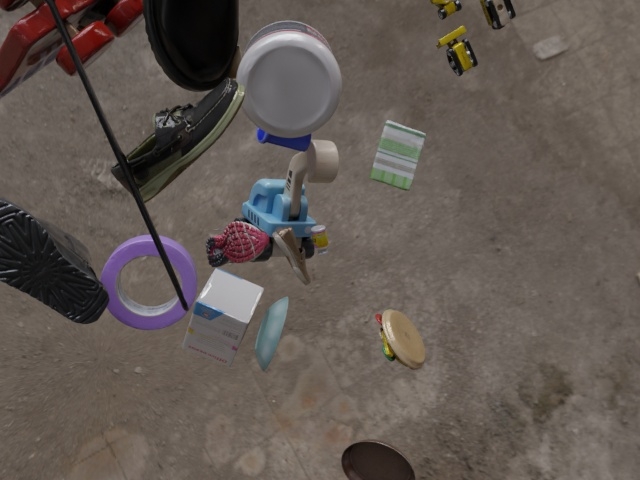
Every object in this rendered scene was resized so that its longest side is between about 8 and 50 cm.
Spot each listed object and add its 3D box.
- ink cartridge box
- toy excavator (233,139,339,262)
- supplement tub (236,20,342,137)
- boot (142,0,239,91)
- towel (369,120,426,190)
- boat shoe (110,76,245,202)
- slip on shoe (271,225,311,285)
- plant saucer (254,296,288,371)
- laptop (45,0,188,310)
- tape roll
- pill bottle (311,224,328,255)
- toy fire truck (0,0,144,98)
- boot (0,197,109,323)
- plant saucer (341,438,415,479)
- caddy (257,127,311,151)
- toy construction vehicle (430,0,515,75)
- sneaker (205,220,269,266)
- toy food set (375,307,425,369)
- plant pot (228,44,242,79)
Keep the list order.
[{"bbox_3d":[-0.169,0.138,1.059,0.092,0.143,0.090,24,40,-3],"label":"ink cartridge box"},{"bbox_3d":[-0.109,-0.140,2.041,0.223,0.433,0.444,-2,111,-28],"label":"toy excavator"},{"bbox_3d":[-0.062,-0.323,1.214,0.191,0.272,0.191,-1,115,-3],"label":"supplement tub"},{"bbox_3d":[-0.138,-0.374,0.798,0.131,0.260,0.347,-10,104,-30],"label":"boot"},{"bbox_3d":[0.192,-0.211,1.552,0.113,0.023,0.151,17,92,-14],"label":"towel"},{"bbox_3d":[-0.193,-0.139,0.822,0.073,0.224,0.080,38,24,-27],"label":"boat shoe"},{"bbox_3d":[-0.047,0.030,1.226,0.041,0.051,0.135,-32,114,-3],"label":"slip on shoe"},{"bbox_3d":[-0.129,0.227,1.548,0.038,0.195,0.194,19,74,-10],"label":"plant saucer"},{"bbox_3d":[-0.323,-0.139,0.564,0.408,0.382,0.236,11,103,-25],"label":"laptop"},{"bbox_3d":[-0.508,0.124,1.854,0.275,0.090,0.274,-2,102,-11],"label":"tape roll"},{"bbox_3d":[0.000,0.000,1.820,0.043,0.043,0.083,-20,112,-22],"label":"pill bottle"},{"bbox_3d":[-0.442,-0.379,1.070,0.169,0.254,0.302,47,50,-21],"label":"toy fire truck"},{"bbox_3d":[-0.705,0.003,1.539,0.146,0.445,0.367,-41,119,-8],"label":"boot"},{"bbox_3d":[0.129,0.497,1.366,0.168,0.168,0.029,48,33,-5],"label":"plant saucer"},{"bbox_3d":[-0.095,-0.406,1.703,0.179,0.241,0.341,14,46,-18],"label":"caddy"},{"bbox_3d":[0.154,-0.238,0.656,0.086,0.035,0.098,-34,113,-2],"label":"toy construction vehicle"},{"bbox_3d":[-0.232,0.006,1.822,0.112,0.299,0.120,-10,90,-35],"label":"sneaker"},{"bbox_3d":[0.098,0.119,0.753,0.083,0.020,0.083,35,32,-35],"label":"toy food set"},{"bbox_3d":[-0.320,-0.564,2.009,0.109,0.096,0.109,-24,106,-51],"label":"plant pot"}]
